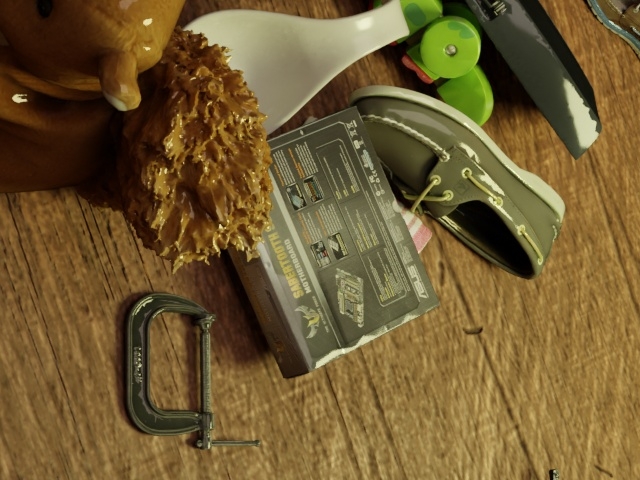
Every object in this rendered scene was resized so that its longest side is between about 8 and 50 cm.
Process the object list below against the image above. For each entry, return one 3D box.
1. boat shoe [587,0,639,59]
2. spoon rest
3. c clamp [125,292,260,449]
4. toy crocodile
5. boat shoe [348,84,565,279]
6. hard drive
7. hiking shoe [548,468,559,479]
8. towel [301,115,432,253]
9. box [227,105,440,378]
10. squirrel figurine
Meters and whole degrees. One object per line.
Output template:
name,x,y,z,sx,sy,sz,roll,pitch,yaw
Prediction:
boat shoe,0.400,-0.278,1.945,0.183,0.066,0.066,41,61,-21
spoon rest,-0.030,-0.188,1.595,0.276,0.084,0.137,-24,104,-16
c clamp,-0.131,0.129,1.546,0.137,0.022,0.161,-3,84,-29
toy crocodile,0.089,-0.265,1.720,0.340,0.105,0.115,55,16,-12
boat shoe,0.146,-0.062,1.710,0.305,0.109,0.091,33,60,-29
hard drive,0.234,-0.226,1.778,0.255,0.054,0.172,53,18,-17
hiking shoe,0.332,0.347,1.772,0.227,0.086,0.114,34,68,-23
towel,0.022,-0.020,1.668,0.197,0.029,0.144,44,60,-19
box,0.000,0.000,1.602,0.183,0.056,0.231,-25,93,-33
squirrel figurine,-0.185,-0.157,1.348,0.397,0.370,0.281,35,64,-24
